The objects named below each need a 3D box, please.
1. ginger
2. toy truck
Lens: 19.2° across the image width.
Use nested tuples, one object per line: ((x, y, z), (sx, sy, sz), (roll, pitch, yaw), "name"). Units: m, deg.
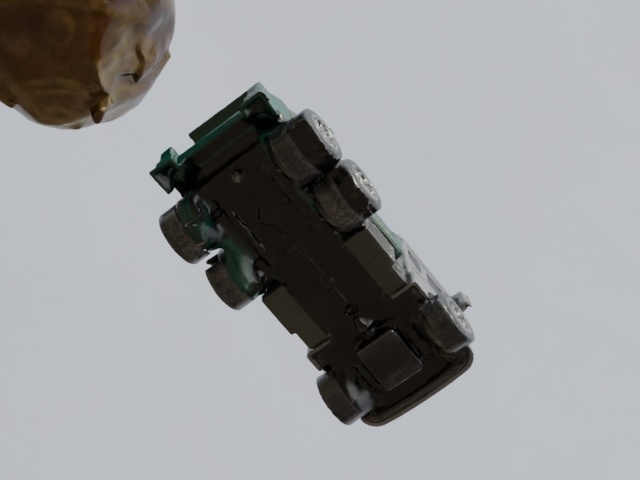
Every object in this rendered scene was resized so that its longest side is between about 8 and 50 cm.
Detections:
((-0.199, -0.257, 1.272), (0.357, 0.152, 0.274), (-125, -147, -45), "ginger")
((0.000, 0.000, 1.140), (0.110, 0.116, 0.216), (-36, -70, 15), "toy truck")
